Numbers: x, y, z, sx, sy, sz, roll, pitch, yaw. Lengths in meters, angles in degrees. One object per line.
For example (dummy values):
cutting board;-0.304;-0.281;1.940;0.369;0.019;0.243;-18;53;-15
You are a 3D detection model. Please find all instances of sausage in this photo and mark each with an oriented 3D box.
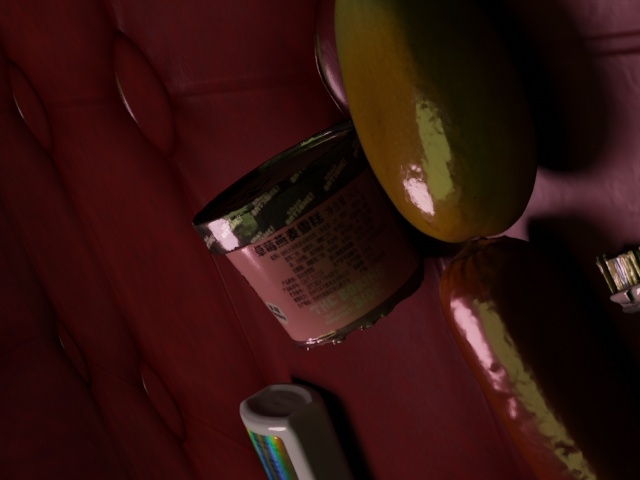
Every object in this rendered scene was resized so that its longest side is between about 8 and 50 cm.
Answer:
sausage;0.172;0.130;0.782;0.300;0.083;0.089;59;145;5

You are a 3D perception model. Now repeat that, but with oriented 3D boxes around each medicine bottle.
medicine bottle;-0.005;0.271;1.309;0.121;0.083;0.229;8;124;59

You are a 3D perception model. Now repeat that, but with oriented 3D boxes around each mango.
mango;0.067;-0.093;0.745;0.130;0.091;0.195;-7;105;67

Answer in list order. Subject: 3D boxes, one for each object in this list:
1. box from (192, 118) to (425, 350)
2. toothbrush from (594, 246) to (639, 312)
box;0.000;0.000;0.929;0.135;0.151;0.151;57;158;-13
toothbrush;0.195;-0.015;0.531;0.042;0.035;0.413;62;170;9
